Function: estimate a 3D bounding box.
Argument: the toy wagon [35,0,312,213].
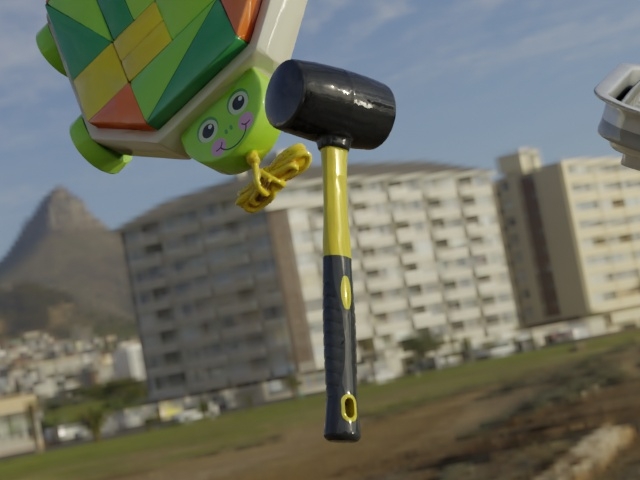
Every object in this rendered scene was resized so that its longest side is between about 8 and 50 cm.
[{"bbox_3d":[-0.101,-0.170,1.112,0.267,0.344,0.068,-41,-40,20],"label":"toy wagon"}]

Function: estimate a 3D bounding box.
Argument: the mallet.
[{"bbox_3d":[0.000,0.000,0.677,0.062,0.190,0.039,19,-27,-31],"label":"mallet"}]

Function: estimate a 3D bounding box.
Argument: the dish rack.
[{"bbox_3d":[0.438,-0.090,1.407,0.332,0.072,0.285,19,20,14],"label":"dish rack"}]
